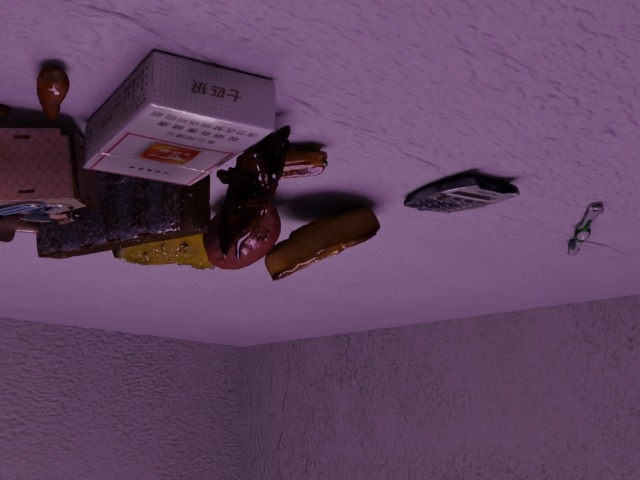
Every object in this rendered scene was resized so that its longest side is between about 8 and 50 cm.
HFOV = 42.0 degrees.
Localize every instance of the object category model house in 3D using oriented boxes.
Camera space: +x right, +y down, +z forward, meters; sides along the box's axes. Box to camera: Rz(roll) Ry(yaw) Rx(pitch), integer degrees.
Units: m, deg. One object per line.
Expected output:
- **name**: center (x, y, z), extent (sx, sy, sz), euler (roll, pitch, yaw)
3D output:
- **model house**: center (-0.514, -0.100, 1.506), extent (0.244, 0.169, 0.326), euler (-13, 169, 30)

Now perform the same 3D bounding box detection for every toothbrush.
- **toothbrush**: center (0.699, -0.023, 2.218), extent (0.042, 0.040, 0.418), euler (-1, 166, 8)

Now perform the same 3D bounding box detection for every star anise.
- **star anise**: center (-0.136, -0.092, 1.488), extent (0.103, 0.271, 0.272), euler (26, 167, 6)

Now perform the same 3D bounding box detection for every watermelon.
- **watermelon**: center (-0.380, 0.003, 2.055), extent (0.123, 0.129, 0.301), euler (-12, 168, 43)

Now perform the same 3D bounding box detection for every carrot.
- **carrot**: center (-0.432, -0.228, 1.342), extent (0.048, 0.048, 0.216), euler (4, 169, -19)

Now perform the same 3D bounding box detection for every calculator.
- **calculator**: center (0.310, -0.098, 1.898), extent (0.177, 0.040, 0.268), euler (9, 163, -33)

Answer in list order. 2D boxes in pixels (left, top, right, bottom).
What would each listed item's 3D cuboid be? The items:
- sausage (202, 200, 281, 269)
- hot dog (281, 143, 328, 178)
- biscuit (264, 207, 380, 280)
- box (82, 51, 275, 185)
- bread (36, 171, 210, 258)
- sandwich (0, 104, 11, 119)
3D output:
- **sausage**: center (-0.187, -0.016, 1.962), extent (0.152, 0.152, 0.280), euler (5, 163, -24)
- **hot dog**: center (-0.078, -0.151, 1.628), extent (0.189, 0.055, 0.072), euler (-3, 162, 9)
- **biscuit**: center (0.000, 0.000, 2.003), extent (0.297, 0.101, 0.296), euler (-26, 178, -1)
- **box**: center (-0.245, -0.190, 1.396), extent (0.210, 0.095, 0.330), euler (9, 164, -32)
- **bread**: center (-0.416, -0.066, 1.718), extent (0.417, 0.165, 0.113), euler (-10, 164, 29)
- **sandwich**: center (-0.559, -0.209, 1.394), extent (0.083, 0.043, 0.031), euler (5, 160, -32)
